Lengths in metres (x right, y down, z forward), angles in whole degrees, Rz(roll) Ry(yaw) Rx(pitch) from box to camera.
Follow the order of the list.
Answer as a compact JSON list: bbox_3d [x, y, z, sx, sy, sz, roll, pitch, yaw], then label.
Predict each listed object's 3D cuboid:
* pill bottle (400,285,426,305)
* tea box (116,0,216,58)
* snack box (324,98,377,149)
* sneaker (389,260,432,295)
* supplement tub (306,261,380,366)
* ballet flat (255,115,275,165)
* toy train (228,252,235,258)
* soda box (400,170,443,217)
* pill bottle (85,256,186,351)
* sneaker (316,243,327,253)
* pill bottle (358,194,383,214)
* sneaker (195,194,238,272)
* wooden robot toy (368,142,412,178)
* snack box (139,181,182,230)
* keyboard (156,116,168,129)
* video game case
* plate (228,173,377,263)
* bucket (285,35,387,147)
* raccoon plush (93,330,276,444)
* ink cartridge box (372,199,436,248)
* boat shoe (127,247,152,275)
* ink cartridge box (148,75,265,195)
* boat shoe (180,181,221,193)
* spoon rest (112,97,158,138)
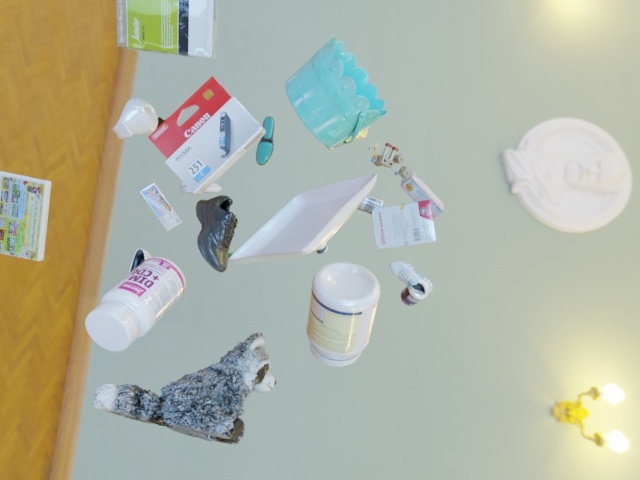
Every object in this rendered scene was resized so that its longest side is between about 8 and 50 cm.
[{"bbox_3d":[0.445,0.240,2.227,0.169,0.094,0.094,118,-23,-62],"label":"pill bottle"},{"bbox_3d":[-0.551,-0.800,1.759,0.329,0.323,0.220,-114,-151,-69],"label":"tea box"},{"bbox_3d":[0.112,-0.450,1.800,0.070,0.207,0.174,48,-38,18],"label":"snack box"},{"bbox_3d":[0.351,0.149,1.870,0.071,0.191,0.083,-62,167,24],"label":"sneaker"},{"bbox_3d":[0.073,0.265,1.695,0.235,0.235,0.325,-89,-175,-55],"label":"supplement tub"},{"bbox_3d":[-0.245,-0.458,2.216,0.073,0.080,0.232,-18,122,-86],"label":"ballet flat"},{"bbox_3d":[-0.327,0.058,1.795,0.083,0.017,0.023,-1,-94,47],"label":"toy train"},{"bbox_3d":[0.379,-0.169,1.770,0.058,0.183,0.063,-36,-162,31],"label":"soda box"},{"bbox_3d":[-0.525,0.178,1.372,0.283,0.160,0.160,-61,158,-59],"label":"pill bottle"},{"bbox_3d":[0.000,0.000,1.486,0.109,0.040,0.044,-87,162,-53],"label":"sneaker"},{"bbox_3d":[0.198,-0.163,2.074,0.078,0.137,0.078,21,90,-87],"label":"pill bottle"},{"bbox_3d":[-0.336,-0.033,1.588,0.109,0.130,0.286,43,30,-62],"label":"sneaker"},{"bbox_3d":[0.197,-0.249,1.448,0.079,0.173,0.076,18,-95,63],"label":"wooden robot toy"},{"bbox_3d":[-0.590,-0.125,1.763,0.178,0.064,0.022,61,-9,-23],"label":"snack box"},{"bbox_3d":[-0.734,-0.527,2.263,0.192,0.100,0.038,40,-21,33],"label":"keyboard"},{"bbox_3d":[-0.858,-0.072,1.316,0.026,0.206,0.227,-69,171,-81],"label":"video game case"},{"bbox_3d":[-0.035,-0.036,1.044,0.277,0.278,0.045,-47,115,-35],"label":"plate"},{"bbox_3d":[0.044,-0.415,1.366,0.281,0.183,0.281,43,28,-30],"label":"bucket"},{"bbox_3d":[-0.331,0.359,1.298,0.216,0.446,0.299,-26,-137,46],"label":"raccoon plush"},{"bbox_3d":[0.253,-0.049,1.444,0.072,0.175,0.127,-23,106,-79],"label":"ink cartridge box"},{"bbox_3d":[-0.733,0.160,1.914,0.088,0.096,0.267,91,3,-66],"label":"boat shoe"},{"bbox_3d":[-0.365,-0.334,1.482,0.296,0.261,0.066,-43,175,2],"label":"ink cartridge box"},{"bbox_3d":[-0.489,-0.236,1.974,0.226,0.083,0.076,-16,103,-67],"label":"boat shoe"},{"bbox_3d":[-0.654,-0.419,1.672,0.137,0.084,0.276,61,17,-24],"label":"spoon rest"}]
